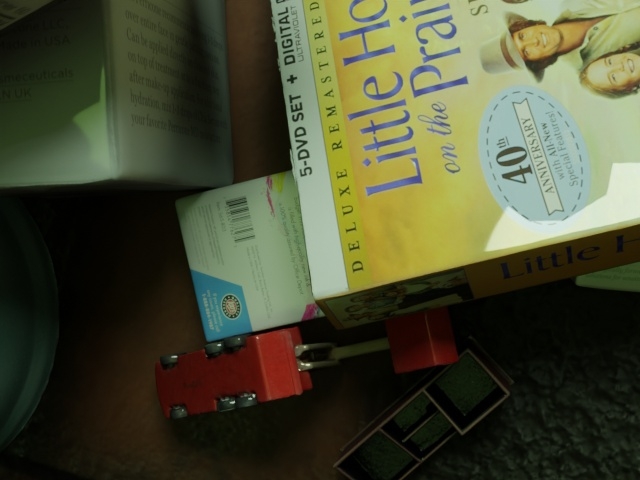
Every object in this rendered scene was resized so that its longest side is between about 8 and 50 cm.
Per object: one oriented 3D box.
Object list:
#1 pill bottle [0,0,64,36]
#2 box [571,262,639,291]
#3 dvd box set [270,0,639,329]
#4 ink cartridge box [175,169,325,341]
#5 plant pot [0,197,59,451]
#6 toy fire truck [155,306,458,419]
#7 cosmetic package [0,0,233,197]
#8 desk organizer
[{"bbox_3d":[-0.200,-0.174,0.419,0.361,0.204,0.204,-26,87,11],"label":"pill bottle"},{"bbox_3d":[0.217,-0.019,0.635,0.101,0.087,0.102,5,93,11],"label":"box"},{"bbox_3d":[0.180,-0.138,0.592,0.420,0.062,0.308,-13,63,11],"label":"dvd box set"},{"bbox_3d":[0.000,0.000,0.689,0.181,0.061,0.104,-13,90,11],"label":"ink cartridge box"},{"bbox_3d":[-0.366,0.060,0.692,0.293,0.196,0.293,0,92,11],"label":"plant pot"},{"bbox_3d":[-0.015,0.084,0.677,0.192,0.135,0.047,-21,78,50],"label":"toy fire truck"},{"bbox_3d":[-0.172,-0.256,0.629,0.161,0.230,0.454,-2,91,11],"label":"cosmetic package"},{"bbox_3d":[0.072,0.129,0.686,0.130,0.050,0.047,-43,84,9],"label":"desk organizer"}]
